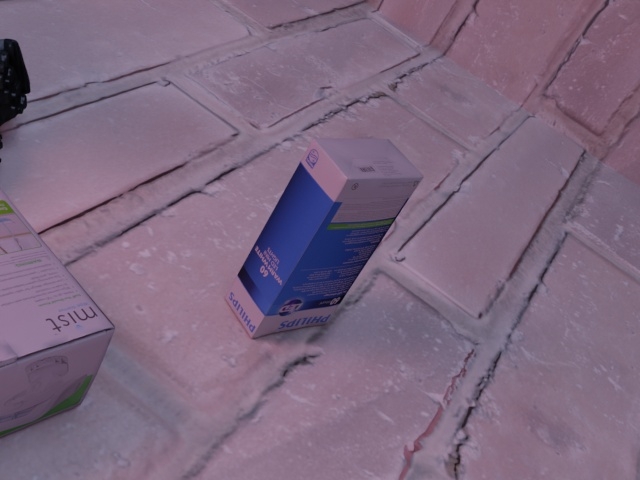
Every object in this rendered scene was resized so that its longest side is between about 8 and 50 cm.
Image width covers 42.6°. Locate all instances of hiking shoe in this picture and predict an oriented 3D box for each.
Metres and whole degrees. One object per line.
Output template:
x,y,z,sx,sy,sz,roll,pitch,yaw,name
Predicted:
-0.458,-0.135,0.990,0.132,0.113,0.304,-1,40,7,hiking shoe

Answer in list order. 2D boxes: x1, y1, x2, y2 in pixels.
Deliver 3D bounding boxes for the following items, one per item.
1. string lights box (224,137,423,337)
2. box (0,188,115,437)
0.000,0.000,1.001,0.133,0.259,0.077,-5,47,-44,string lights box
-0.363,0.072,0.729,0.231,0.127,0.262,45,34,20,box
